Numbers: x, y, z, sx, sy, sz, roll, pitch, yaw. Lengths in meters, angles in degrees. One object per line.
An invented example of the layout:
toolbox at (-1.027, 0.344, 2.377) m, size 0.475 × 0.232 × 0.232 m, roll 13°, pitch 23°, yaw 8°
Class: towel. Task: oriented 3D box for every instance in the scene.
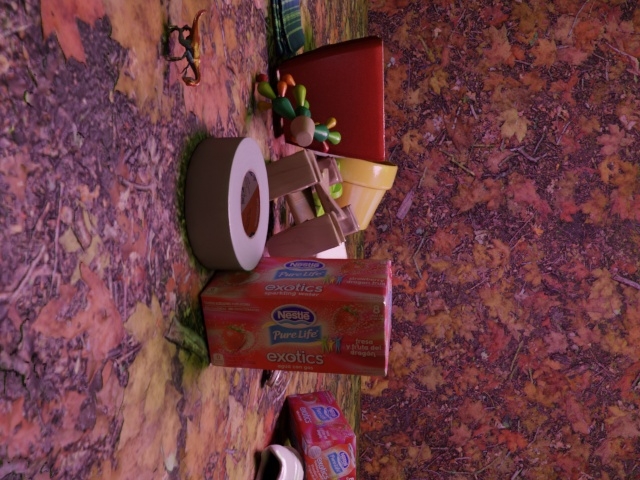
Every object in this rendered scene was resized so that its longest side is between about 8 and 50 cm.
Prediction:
towel at (-0.077, -0.628, 1.357) m, size 0.243 × 0.040 × 0.336 m, roll -70°, pitch 159°, yaw -62°

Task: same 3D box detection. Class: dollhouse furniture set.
dollhouse furniture set at (-0.049, 0.021, 1.283) m, size 0.362 × 0.256 × 0.395 m, roll -35°, pitch 104°, yaw -78°

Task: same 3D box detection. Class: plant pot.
plant pot at (0.029, -0.345, 1.368) m, size 0.267 × 0.235 × 0.268 m, roll -84°, pitch 171°, yaw -68°
plant pot at (0.000, 0.000, 1.521) m, size 0.108 × 0.109 × 0.096 m, roll -11°, pitch 110°, yaw -33°
plant pot at (0.110, -0.175, 1.924) m, size 0.254 × 0.253 × 0.239 m, roll -53°, pitch 158°, yaw -73°

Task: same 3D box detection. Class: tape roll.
tape roll at (-0.148, -0.060, 0.934) m, size 0.219 × 0.072 × 0.220 m, roll 2°, pitch 90°, yaw -79°

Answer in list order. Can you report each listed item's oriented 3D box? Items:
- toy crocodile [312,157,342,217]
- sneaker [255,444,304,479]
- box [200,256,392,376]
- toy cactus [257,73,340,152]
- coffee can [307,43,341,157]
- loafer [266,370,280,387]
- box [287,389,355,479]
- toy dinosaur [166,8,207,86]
toy crocodile at (-0.003, -0.139, 1.679) m, size 0.115 × 0.105 × 0.341 m, roll 81°, pitch 19°, yaw -45°
sneaker at (-0.109, 0.580, 1.191) m, size 0.129 × 0.110 × 0.297 m, roll 57°, pitch 27°, yaw -52°
box at (-0.031, 0.121, 0.957) m, size 0.154 × 0.299 × 0.142 m, roll -66°, pitch 155°, yaw -64°
toy cactus at (-0.048, -0.248, 1.177) m, size 0.219 × 0.112 × 0.181 m, roll 42°, pitch 22°, yaw -29°
coffee can at (0.057, -0.405, 1.662) m, size 0.201 × 0.201 × 0.276 m, roll 39°, pitch 53°, yaw -77°
loafer at (-0.108, 0.284, 1.299) m, size 0.045 × 0.039 × 0.125 m, roll -55°, pitch -171°, yaw 36°
box at (-0.003, 0.489, 1.401) m, size 0.257 × 0.122 × 0.128 m, roll -145°, pitch -127°, yaw -73°
toy dinosaur at (-0.179, -0.257, 0.773) m, size 0.082 × 0.090 × 0.047 m, roll 60°, pitch 29°, yaw 2°
